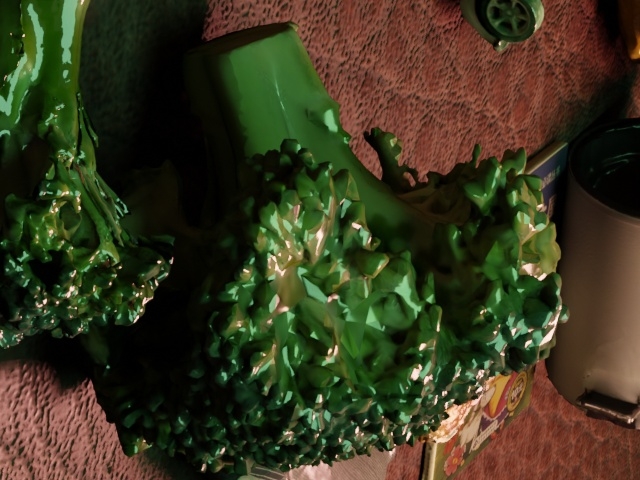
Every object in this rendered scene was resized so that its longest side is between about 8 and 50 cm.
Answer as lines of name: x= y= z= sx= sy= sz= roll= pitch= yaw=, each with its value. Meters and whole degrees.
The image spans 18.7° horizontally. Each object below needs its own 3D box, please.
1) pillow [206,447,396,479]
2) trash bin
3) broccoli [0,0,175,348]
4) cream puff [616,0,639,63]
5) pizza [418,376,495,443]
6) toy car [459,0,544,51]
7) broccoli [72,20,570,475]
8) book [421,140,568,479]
pillow: x=-0.016 y=0.158 z=1.547 sx=0.335 sy=0.093 sz=0.161 roll=50 pitch=51 yaw=-60
trash bin: x=0.355 y=0.034 z=2.044 sx=0.277 sy=0.217 sz=0.262 roll=-48 pitch=147 yaw=-48
broccoli: x=-0.157 y=-0.091 z=1.068 sx=0.145 sy=0.165 sz=0.304 roll=-8 pitch=105 yaw=-54
cream puff: x=0.442 y=-0.253 z=1.964 sx=0.378 sy=0.276 sz=0.378 roll=47 pitch=32 yaw=-41
pizza: x=0.135 y=0.086 z=1.816 sx=0.193 sy=0.053 sz=0.201 roll=-12 pitch=114 yaw=-40
toy car: x=0.177 y=-0.293 z=1.572 sx=0.136 sy=0.125 sz=0.306 roll=-53 pitch=172 yaw=-41
broccoli: x=0.000 y=0.023 z=1.278 sx=0.317 sy=0.277 sz=0.338 roll=48 pitch=65 yaw=-22
book: x=0.175 y=0.080 z=1.955 sx=0.228 sy=0.018 sz=0.322 roll=-36 pitch=139 yaw=-50
